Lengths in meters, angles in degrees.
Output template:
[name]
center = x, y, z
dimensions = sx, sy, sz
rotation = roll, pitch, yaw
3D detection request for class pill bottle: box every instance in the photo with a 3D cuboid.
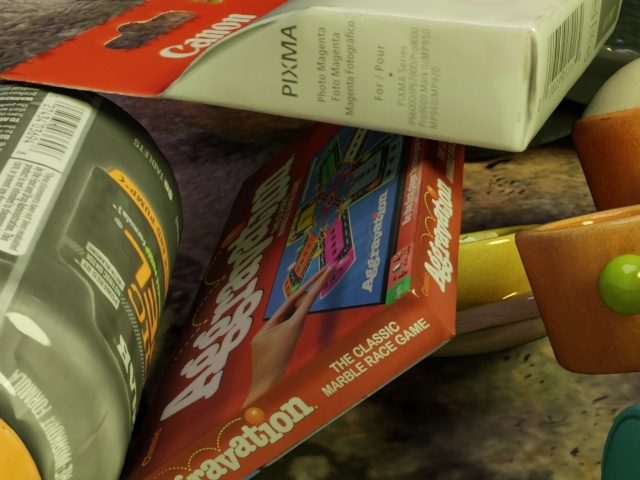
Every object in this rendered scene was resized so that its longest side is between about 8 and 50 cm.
[pill bottle]
center = -0.129, 0.038, 0.509
dimensions = 0.130, 0.130, 0.245
rotation = -4, 27, 3

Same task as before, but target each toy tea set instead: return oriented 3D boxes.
[toy tea set]
center = 0.147, -0.029, 0.485
dimensions = 0.200, 0.124, 0.336
rotation = -12, 3, -21

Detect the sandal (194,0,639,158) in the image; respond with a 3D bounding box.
[sandal]
center = 0.100, -0.098, 0.795
dimensions = 0.446, 0.107, 0.167
rotation = 16, 30, 13

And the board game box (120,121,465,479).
[board game box]
center = 0.000, 0.000, 0.587
dimensions = 0.145, 0.027, 0.281
rotation = -39, 16, 23

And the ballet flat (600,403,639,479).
[ballet flat]
center = 0.149, 0.136, 0.312
dimensions = 0.096, 0.095, 0.280
rotation = 1, 31, -9

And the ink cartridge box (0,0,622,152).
[ink cartridge box]
center = 0.004, -0.106, 0.602
dimensions = 0.232, 0.066, 0.189
rotation = 14, 27, 17
